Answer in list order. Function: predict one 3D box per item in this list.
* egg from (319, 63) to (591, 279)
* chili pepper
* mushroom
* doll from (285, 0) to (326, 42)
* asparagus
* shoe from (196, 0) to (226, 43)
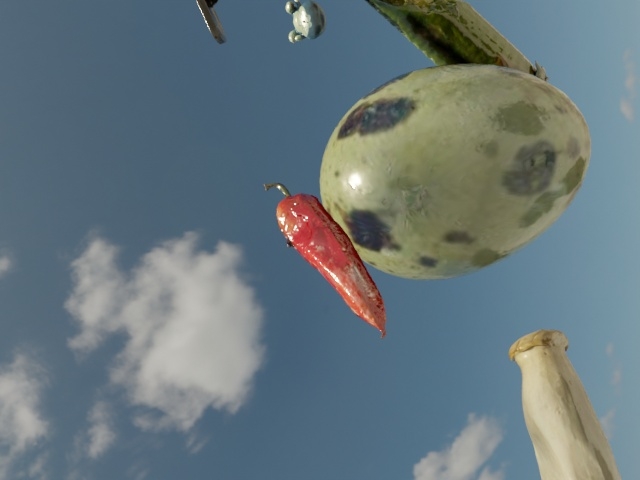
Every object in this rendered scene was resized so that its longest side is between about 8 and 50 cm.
[{"bbox_3d":[0.204,-0.110,0.822,0.345,0.428,0.345,22,-117,-52],"label":"egg"},{"bbox_3d":[0.000,0.000,0.549,0.059,0.268,0.050,-17,-47,-20],"label":"chili pepper"},{"bbox_3d":[0.489,0.381,1.001,0.154,0.138,0.407,69,-165,-50],"label":"mushroom"},{"bbox_3d":[-0.025,-0.396,0.892,0.050,0.083,0.076,-25,-59,-24],"label":"doll"},{"bbox_3d":[0.247,-0.360,0.899,0.382,0.128,0.108,31,-105,-21],"label":"asparagus"},{"bbox_3d":[-0.220,-0.488,1.005,0.071,0.049,0.179,-40,-74,-79],"label":"shoe"}]
